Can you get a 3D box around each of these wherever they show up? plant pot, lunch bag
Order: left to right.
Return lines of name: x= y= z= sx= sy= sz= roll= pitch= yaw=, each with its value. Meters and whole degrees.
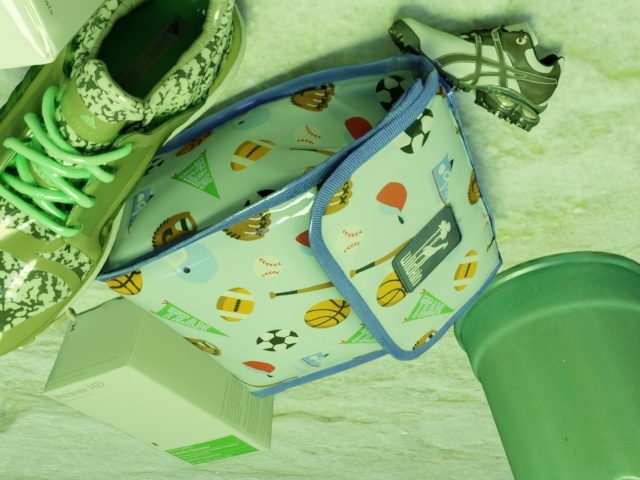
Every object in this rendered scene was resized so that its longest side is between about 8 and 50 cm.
lunch bag: x=0.000 y=0.000 z=0.618 sx=0.386 sy=0.238 sz=0.328 roll=-22 pitch=136 yaw=14
plant pot: x=0.409 y=0.251 z=0.814 sx=0.341 sy=0.334 sz=0.341 roll=0 pitch=135 yaw=0

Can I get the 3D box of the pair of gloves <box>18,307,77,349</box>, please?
pair of gloves: x=-0.313 y=0.017 z=0.644 sx=0.042 sy=0.240 sz=0.204 roll=27 pitch=143 yaw=23

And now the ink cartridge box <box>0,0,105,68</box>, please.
ink cartridge box: x=-0.247 y=-0.218 z=0.353 sx=0.207 sy=0.283 sz=0.117 roll=-6 pitch=132 yaw=5

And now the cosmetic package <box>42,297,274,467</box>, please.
cosmetic package: x=-0.262 y=0.261 z=0.943 sx=0.197 sy=0.155 sz=0.365 roll=-22 pitch=133 yaw=24

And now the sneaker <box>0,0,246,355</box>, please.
sneaker: x=-0.194 y=-0.086 z=0.414 sx=0.158 sy=0.410 sz=0.182 roll=33 pitch=170 yaw=-17

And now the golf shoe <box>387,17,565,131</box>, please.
golf shoe: x=0.164 y=-0.195 z=0.546 sx=0.198 sy=0.077 sz=0.094 roll=20 pitch=115 yaw=-23
